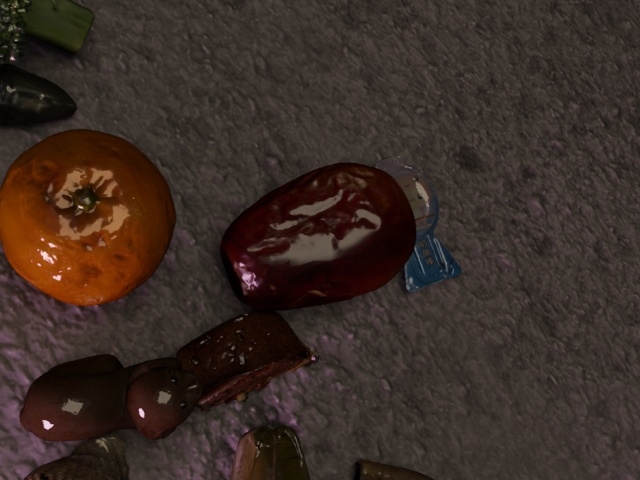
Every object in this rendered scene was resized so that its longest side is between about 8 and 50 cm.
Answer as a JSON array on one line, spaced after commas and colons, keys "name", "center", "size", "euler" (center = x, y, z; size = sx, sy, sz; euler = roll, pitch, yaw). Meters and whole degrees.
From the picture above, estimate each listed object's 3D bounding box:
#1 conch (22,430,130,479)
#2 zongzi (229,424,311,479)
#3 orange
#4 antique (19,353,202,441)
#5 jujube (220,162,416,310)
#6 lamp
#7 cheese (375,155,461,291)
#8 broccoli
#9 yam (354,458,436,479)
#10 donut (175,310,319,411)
[{"name": "conch", "center": [-0.356, 0.377, 1.263], "size": [0.207, 0.130, 0.155], "euler": [-53, 132, -43]}, {"name": "zongzi", "center": [-0.146, 0.440, 1.286], "size": [0.300, 0.145, 0.274], "euler": [-13, 78, -14]}, {"name": "orange", "center": [-0.348, -0.035, 1.276], "size": [0.261, 0.261, 0.261], "euler": [4, 76, -18]}, {"name": "antique", "center": [-0.301, 0.233, 1.242], "size": [0.256, 0.143, 0.121], "euler": [1, 92, -5]}, {"name": "jujube", "center": [0.000, 0.000, 1.398], "size": [0.318, 0.223, 0.223], "euler": [-20, 84, -18]}, {"name": "lamp", "center": [-0.509, -0.233, 1.342], "size": [0.250, 0.101, 0.101], "euler": [5, 76, -28]}, {"name": "cheese", "center": [0.165, -0.036, 1.541], "size": [0.135, 0.052, 0.245], "euler": [-18, 84, -21]}, {"name": "broccoli", "center": [-0.479, -0.409, 1.282], "size": [0.301, 0.249, 0.375], "euler": [5, 45, -24]}, {"name": "yam", "center": [0.210, 0.430, 1.454], "size": [0.326, 0.045, 0.045], "euler": [18, 41, -15]}, {"name": "donut", "center": [-0.121, 0.182, 1.357], "size": [0.186, 0.144, 0.126], "euler": [-35, 68, 3]}]
